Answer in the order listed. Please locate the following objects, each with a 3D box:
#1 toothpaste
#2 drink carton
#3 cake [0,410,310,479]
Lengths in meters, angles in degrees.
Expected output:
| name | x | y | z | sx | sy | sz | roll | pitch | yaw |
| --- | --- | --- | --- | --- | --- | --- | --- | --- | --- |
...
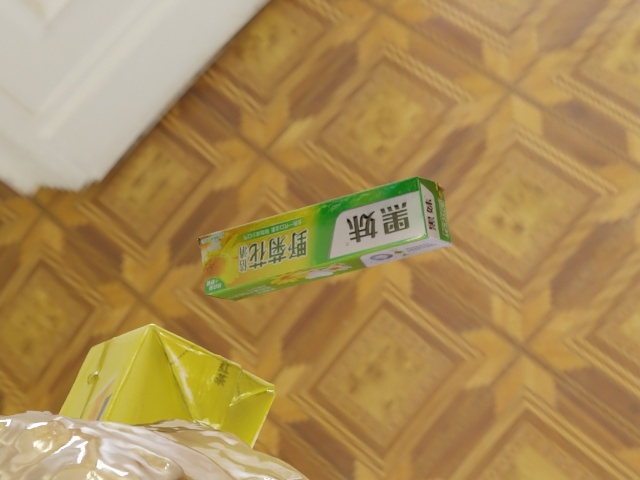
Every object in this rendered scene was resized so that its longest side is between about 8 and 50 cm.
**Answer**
| name | x | y | z | sx | sy | sz | roll | pitch | yaw |
| --- | --- | --- | --- | --- | --- | --- | --- | --- | --- |
| toothpaste | 0.000 | 0.000 | 1.146 | 0.178 | 0.037 | 0.043 | -15 | 72 | 31 |
| drink carton | -0.162 | 0.238 | 1.163 | 0.351 | 0.111 | 0.154 | -66 | 16 | -19 |
| cake | -0.161 | 0.236 | 0.813 | 0.332 | 0.321 | 0.332 | -7 | 78 | 37 |
